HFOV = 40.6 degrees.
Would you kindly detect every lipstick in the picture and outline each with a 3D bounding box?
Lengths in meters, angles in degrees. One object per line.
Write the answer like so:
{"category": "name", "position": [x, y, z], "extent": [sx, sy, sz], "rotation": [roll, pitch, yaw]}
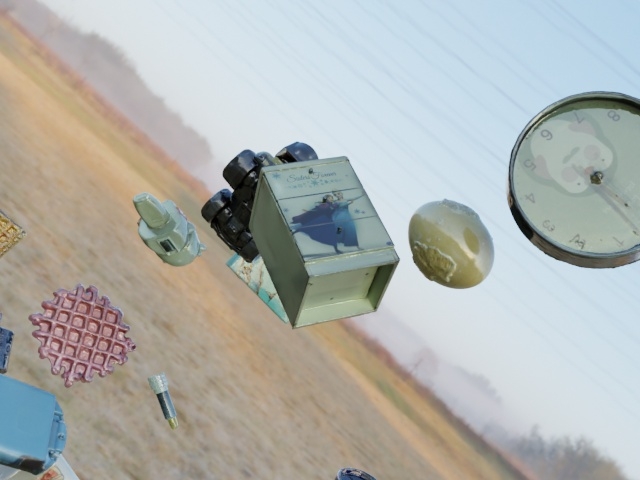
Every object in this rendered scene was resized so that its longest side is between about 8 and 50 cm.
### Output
{"category": "lipstick", "position": [-0.317, 0.329, 1.767], "extent": [0.037, 0.037, 0.116], "rotation": [156, -87, -84]}

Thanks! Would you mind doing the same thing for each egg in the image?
{"category": "egg", "position": [0.259, 0.008, 1.742], "extent": [0.201, 0.164, 0.164], "rotation": [54, 1, 27]}

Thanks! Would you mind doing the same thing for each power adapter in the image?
{"category": "power adapter", "position": [-0.573, 0.504, 1.784], "extent": [0.125, 0.130, 0.204], "rotation": [20, -39, 52]}

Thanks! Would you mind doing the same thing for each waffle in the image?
{"category": "waffle", "position": [-0.551, 0.213, 1.999], "extent": [0.234, 0.221, 0.055], "rotation": [60, -33, 6]}
{"category": "waffle", "position": [-0.690, 0.003, 1.767], "extent": [0.102, 0.148, 0.042], "rotation": [40, -18, 8]}

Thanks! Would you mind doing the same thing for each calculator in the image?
{"category": "calculator", "position": [-0.582, 0.307, 1.521], "extent": [0.293, 0.051, 0.172], "rotation": [30, 34, -29]}

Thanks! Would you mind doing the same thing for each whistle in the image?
{"category": "whistle", "position": [-0.321, -0.020, 1.800], "extent": [0.106, 0.102, 0.253], "rotation": [41, -11, 34]}

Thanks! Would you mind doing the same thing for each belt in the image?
{"category": "belt", "position": [-0.743, 0.227, 1.908], "extent": [0.122, 0.128, 0.218], "rotation": [16, -22, -26]}

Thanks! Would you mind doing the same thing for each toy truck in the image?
{"category": "toy truck", "position": [-0.100, -0.078, 1.577], "extent": [0.147, 0.165, 0.224], "rotation": [45, -47, 4]}

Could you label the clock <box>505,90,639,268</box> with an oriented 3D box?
{"category": "clock", "position": [0.488, -0.109, 1.523], "extent": [0.319, 0.319, 0.066], "rotation": [40, -3, 16]}

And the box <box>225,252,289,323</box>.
{"category": "box", "position": [-0.108, 0.078, 2.176], "extent": [0.229, 0.162, 0.041], "rotation": [48, -11, -29]}

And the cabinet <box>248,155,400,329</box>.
{"category": "cabinet", "position": [0.000, 0.000, 1.311], "extent": [0.150, 0.145, 0.206], "rotation": [108, -36, -48]}

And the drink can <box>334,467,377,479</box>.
{"category": "drink can", "position": [0.031, 0.547, 1.611], "extent": [0.097, 0.235, 0.097], "rotation": [20, 16, -6]}
